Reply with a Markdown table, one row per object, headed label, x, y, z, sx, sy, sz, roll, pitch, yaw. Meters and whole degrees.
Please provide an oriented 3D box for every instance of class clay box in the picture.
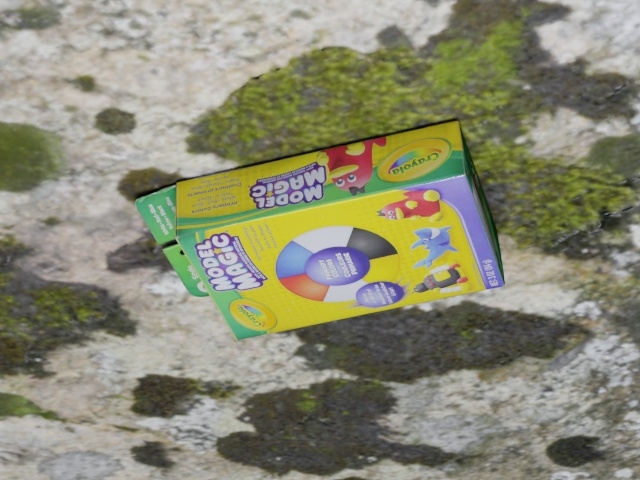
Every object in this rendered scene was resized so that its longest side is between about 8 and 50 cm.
| label | x | y | z | sx | sy | sz | roll | pitch | yaw |
| --- | --- | --- | --- | --- | --- | --- | --- | --- | --- |
| clay box | 0.000 | 0.000 | 1.127 | 0.222 | 0.053 | 0.127 | -13 | 141 | 11 |
